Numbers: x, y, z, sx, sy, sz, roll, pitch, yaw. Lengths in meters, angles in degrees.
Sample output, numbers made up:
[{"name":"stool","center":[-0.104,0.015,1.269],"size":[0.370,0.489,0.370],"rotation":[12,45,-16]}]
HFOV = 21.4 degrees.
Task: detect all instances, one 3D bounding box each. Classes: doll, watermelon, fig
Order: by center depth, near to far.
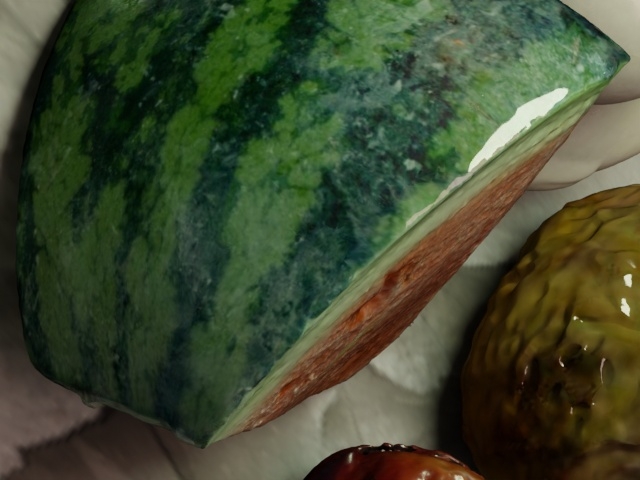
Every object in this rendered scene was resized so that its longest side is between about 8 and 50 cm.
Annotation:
[{"name":"watermelon","center":[0.011,-0.006,0.882],"size":[0.292,0.250,0.283],"rotation":[35,73,-35]},{"name":"doll","center":[0.159,-0.138,1.035],"size":[0.251,0.221,0.221],"rotation":[29,72,-41]},{"name":"fig","center":[0.272,0.091,1.052],"size":[0.286,0.368,0.286],"rotation":[6,80,-35]}]

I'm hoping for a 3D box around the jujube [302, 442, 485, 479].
[{"name":"jujube","center":[0.030,0.259,0.943],"size":[0.197,0.197,0.290],"rotation":[39,51,-37]}]
